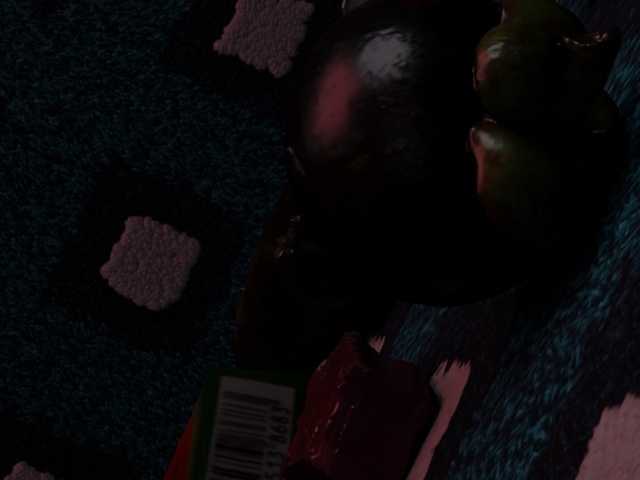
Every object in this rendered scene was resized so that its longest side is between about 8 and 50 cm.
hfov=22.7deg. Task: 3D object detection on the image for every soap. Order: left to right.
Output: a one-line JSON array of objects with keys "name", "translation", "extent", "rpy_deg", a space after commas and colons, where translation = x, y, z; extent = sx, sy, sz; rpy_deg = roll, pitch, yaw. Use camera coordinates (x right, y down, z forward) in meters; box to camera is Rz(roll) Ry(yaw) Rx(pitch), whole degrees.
[{"name": "soap", "translation": [0.039, 0.200, 1.754], "extent": [0.182, 0.112, 0.289], "rpy_deg": [-62, 3, 6]}]

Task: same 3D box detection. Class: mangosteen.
[{"name": "mangosteen", "translation": [0.114, -0.089, 1.415], "extent": [0.311, 0.311, 0.311], "rpy_deg": [-155, 90, -86]}]

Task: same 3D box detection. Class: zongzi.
[{"name": "zongzi", "translation": [0.000, 0.000, 2.508], "extent": [0.403, 0.208, 0.432], "rpy_deg": [116, 169, -51]}]

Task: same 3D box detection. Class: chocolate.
[{"name": "chocolate", "translation": [-0.133, 0.389, 2.128], "extent": [0.360, 0.161, 0.341], "rpy_deg": [-86, 17, -59]}]

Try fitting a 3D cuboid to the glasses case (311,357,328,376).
[{"name": "glasses case", "translation": [0.015, 0.214, 2.254], "extent": [0.233, 0.059, 0.092], "rpy_deg": [134, 159, -71]}]

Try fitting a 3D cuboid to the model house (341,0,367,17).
[{"name": "model house", "translation": [0.173, -0.263, 2.387], "extent": [0.237, 0.202, 0.237], "rpy_deg": [-10, -89, -68]}]
